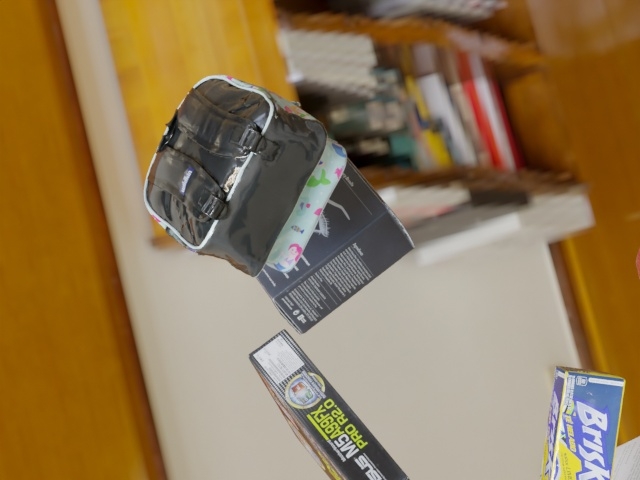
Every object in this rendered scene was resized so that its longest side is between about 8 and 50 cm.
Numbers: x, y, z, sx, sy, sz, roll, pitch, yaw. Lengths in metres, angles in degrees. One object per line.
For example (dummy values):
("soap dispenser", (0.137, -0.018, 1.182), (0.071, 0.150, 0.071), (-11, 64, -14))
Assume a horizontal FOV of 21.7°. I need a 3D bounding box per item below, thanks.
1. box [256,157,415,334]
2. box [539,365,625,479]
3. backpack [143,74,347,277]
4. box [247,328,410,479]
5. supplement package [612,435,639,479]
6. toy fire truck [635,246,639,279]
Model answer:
("box", (0.000, 0.000, 2.330), (0.207, 0.153, 0.108), (-37, 141, 0))
("box", (0.222, 0.196, 1.447), (0.054, 0.169, 0.059), (7, 180, -2))
("backpack", (-0.104, -0.087, 2.105), (0.191, 0.225, 0.253), (25, -177, -37))
("box", (0.032, 0.259, 2.032), (0.060, 0.270, 0.216), (-36, 145, -8))
("supplement package", (0.391, 0.269, 1.560), (0.293, 0.175, 0.177), (-41, -165, 55))
("toy fire truck", (0.544, 0.085, 1.968), (0.302, 0.254, 0.169), (-11, 156, 3))
